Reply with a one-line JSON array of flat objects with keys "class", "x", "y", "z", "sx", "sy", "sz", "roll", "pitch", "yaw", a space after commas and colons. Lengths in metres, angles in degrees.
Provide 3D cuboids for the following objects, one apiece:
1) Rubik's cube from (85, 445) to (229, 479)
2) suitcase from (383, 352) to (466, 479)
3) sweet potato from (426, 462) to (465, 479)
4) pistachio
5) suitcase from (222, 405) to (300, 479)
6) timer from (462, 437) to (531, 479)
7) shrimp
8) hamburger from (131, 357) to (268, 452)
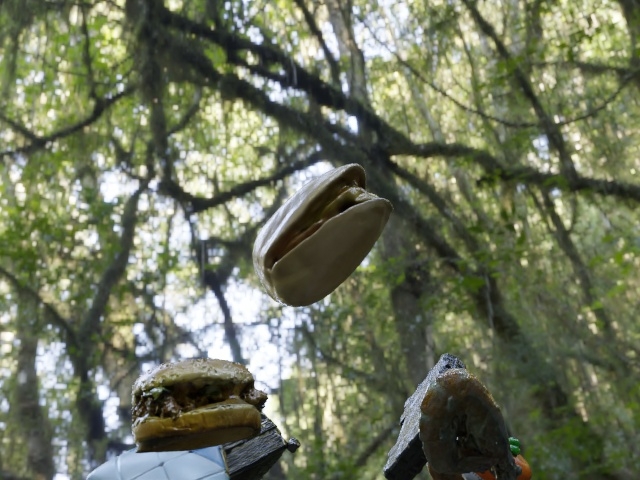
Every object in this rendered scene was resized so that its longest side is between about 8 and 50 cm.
[{"class": "Rubik's cube", "x": -0.281, "y": 0.448, "z": 1.499, "sx": 0.255, "sy": 0.254, "sz": 0.254, "roll": -4, "pitch": -36, "yaw": -3}, {"class": "suitcase", "x": 0.237, "y": 0.400, "z": 2.021, "sx": 0.066, "sy": 0.285, "sz": 0.206, "roll": 32, "pitch": -58, "yaw": 0}, {"class": "sweet potato", "x": 0.323, "y": 0.598, "z": 2.108, "sx": 0.098, "sy": 0.097, "sz": 0.291, "roll": -16, "pitch": -77, "yaw": 15}, {"class": "pistachio", "x": 0.000, "y": 0.000, "z": 1.679, "sx": 0.299, "sy": 0.187, "sz": 0.187, "roll": -42, "pitch": -46, "yaw": 13}, {"class": "suitcase", "x": -0.229, "y": 0.493, "z": 1.918, "sx": 0.229, "sy": 0.152, "sz": 0.335, "roll": -52, "pitch": -19, "yaw": 20}, {"class": "timer", "x": 0.352, "y": 0.441, "z": 1.769, "sx": 0.136, "sy": 0.136, "sz": 0.099, "roll": -10, "pitch": -4, "yaw": 6}, {"class": "shrimp", "x": 0.262, "y": 0.356, "z": 1.560, "sx": 0.164, "sy": 0.062, "sz": 0.316, "roll": -42, "pitch": -62, "yaw": -16}, {"class": "hamburger", "x": -0.165, "y": 0.228, "z": 1.247, "sx": 0.191, "sy": 0.117, "sz": 0.182, "roll": -3, "pitch": -16, "yaw": -10}]
